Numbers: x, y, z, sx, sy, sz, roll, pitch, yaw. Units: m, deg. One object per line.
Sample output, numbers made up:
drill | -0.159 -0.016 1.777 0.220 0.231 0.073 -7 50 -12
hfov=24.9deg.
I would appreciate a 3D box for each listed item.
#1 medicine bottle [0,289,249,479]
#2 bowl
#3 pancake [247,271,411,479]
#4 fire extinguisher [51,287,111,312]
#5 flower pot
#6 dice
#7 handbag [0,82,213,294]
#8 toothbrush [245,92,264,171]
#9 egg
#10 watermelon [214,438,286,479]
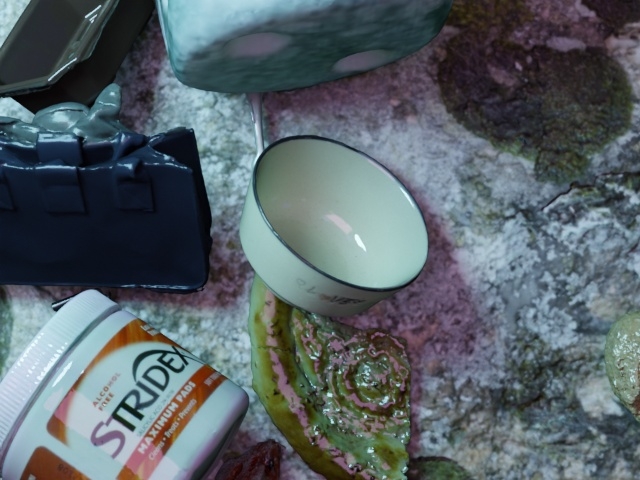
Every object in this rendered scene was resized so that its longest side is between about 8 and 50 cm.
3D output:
medicine bottle | -0.245 0.224 1.720 0.241 0.252 0.252 33 89 6
bowl | 0.000 0.000 1.749 0.238 0.238 0.126 41 129 5
pancake | 0.024 0.177 1.803 0.197 0.054 0.376 -36 86 1
fire extinguisher | -0.309 0.087 1.849 0.100 0.032 0.046 -34 51 2
flower pot | -0.295 -0.248 1.782 0.179 0.084 0.251 -5 48 37
dice | -0.039 -0.368 1.686 0.330 0.348 0.328 -10 81 -8
handbag | -0.297 -0.059 1.744 0.326 0.269 0.118 1 51 3
toothbrush | -0.090 -0.239 1.842 0.040 0.040 0.386 -8 86 4
egg | 0.398 0.152 1.748 0.118 0.116 0.140 -20 82 -20
watermelon | -0.107 0.322 1.781 0.098 0.121 0.158 -1 82 26
